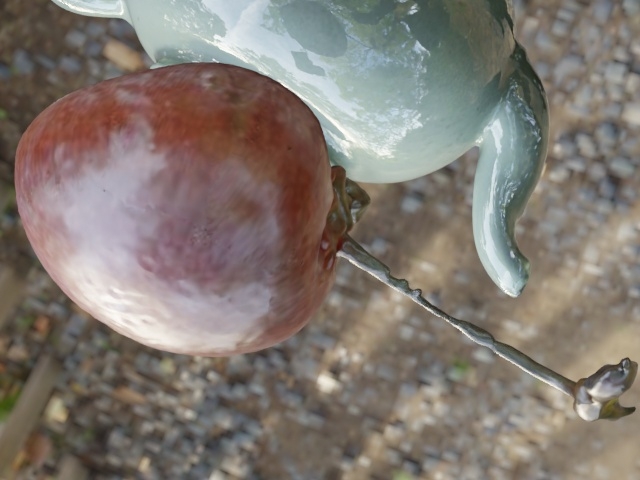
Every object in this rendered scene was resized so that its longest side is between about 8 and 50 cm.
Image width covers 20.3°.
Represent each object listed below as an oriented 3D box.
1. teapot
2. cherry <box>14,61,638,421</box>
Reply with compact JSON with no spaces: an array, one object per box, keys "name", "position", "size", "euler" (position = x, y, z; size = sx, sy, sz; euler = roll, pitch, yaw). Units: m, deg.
[{"name":"teapot","position":[-0.007,-0.100,0.829],"size":[0.294,0.129,0.193],"euler":[29,170,6]},{"name":"cherry","position":[0.000,0.000,0.594],"size":[0.225,0.090,0.107],"euler":[14,133,11]}]
